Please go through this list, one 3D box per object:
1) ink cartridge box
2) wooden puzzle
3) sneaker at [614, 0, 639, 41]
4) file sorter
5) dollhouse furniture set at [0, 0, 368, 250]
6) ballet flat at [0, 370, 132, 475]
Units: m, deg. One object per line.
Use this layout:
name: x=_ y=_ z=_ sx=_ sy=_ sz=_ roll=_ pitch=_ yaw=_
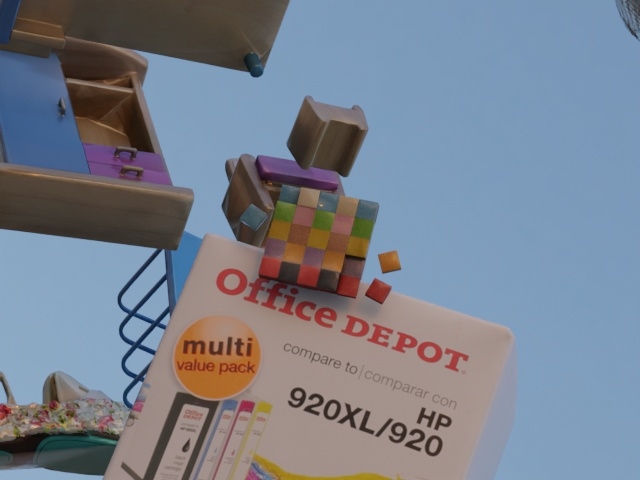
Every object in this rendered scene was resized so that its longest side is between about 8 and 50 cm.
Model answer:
ink cartridge box: x=-0.015 y=0.146 z=0.983 sx=0.171 sy=0.233 sz=0.168 roll=18 pitch=-18 yaw=10
wooden puzzle: x=0.000 y=0.000 z=0.934 sx=0.083 sy=0.049 sz=0.006 roll=12 pitch=-18 yaw=8
sneaker: x=0.111 y=-0.204 z=1.031 sx=0.283 sy=0.122 sz=0.110 roll=53 pitch=1 yaw=-33
file sorter: x=-0.102 y=0.096 z=1.617 sx=0.118 sy=0.170 sz=0.104 roll=26 pitch=-56 yaw=-29
dollhouse furniture set: x=-0.094 y=-0.171 z=1.321 sx=0.286 sy=0.198 sz=0.303 roll=8 pitch=-57 yaw=-22
ballet flat: x=-0.223 y=0.134 z=1.437 sx=0.091 sy=0.241 sz=0.077 roll=126 pitch=-37 yaw=-59
